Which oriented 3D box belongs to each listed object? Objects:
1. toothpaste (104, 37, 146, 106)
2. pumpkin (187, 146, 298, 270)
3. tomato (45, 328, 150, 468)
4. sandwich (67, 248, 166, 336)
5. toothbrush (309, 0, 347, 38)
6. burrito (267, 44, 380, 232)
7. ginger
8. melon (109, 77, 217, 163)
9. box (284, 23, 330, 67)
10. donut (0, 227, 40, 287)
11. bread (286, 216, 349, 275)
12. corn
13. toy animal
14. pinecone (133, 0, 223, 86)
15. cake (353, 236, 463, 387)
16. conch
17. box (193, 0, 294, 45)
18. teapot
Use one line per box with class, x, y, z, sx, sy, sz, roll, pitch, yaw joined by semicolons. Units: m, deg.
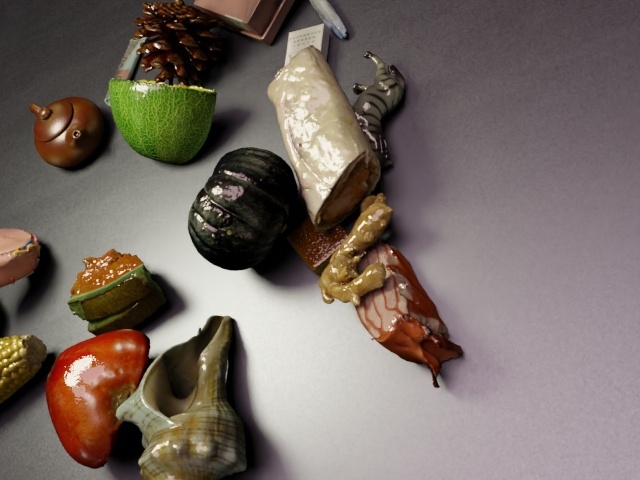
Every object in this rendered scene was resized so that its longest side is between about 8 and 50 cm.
toothpaste;-0.477;-0.418;1.507;0.056;0.036;0.205;-1;62;27
pumpkin;-0.132;-0.055;1.066;0.162;0.220;0.220;25;76;-7
tomato;-0.390;0.251;1.039;0.200;0.140;0.232;-25;43;61
sandwich;-0.382;0.089;1.186;0.185;0.109;0.159;-24;39;15
toothbrush;-0.034;-0.570;1.368;0.035;0.042;0.413;-34;59;7
burrito;0.007;-0.175;1.056;0.143;0.105;0.299;-27;70;20
ginger;0.056;0.016;0.983;0.176;0.052;0.193;-40;28;11
melon;-0.355;-0.246;1.277;0.265;0.129;0.169;14;106;31
box;-0.030;-0.367;1.265;0.084;0.040;0.154;-5;63;22
donut;-0.705;0.041;1.319;0.199;0.085;0.233;-11;22;-22
bread;0.000;0.000;1.079;0.090;0.035;0.094;-41;57;3
corn;-0.698;0.295;1.219;0.347;0.130;0.130;-32;57;5
toy animal;0.094;-0.233;1.128;0.176;0.073;0.216;32;78;27
pinecone;-0.316;-0.432;1.352;0.208;0.208;0.207;-10;63;21
cake;0.107;0.090;0.948;0.098;0.135;0.287;-49;45;16
conch;-0.217;0.285;0.976;0.169;0.203;0.386;-51;26;26
box;-0.153;-0.572;1.370;0.215;0.086;0.215;32;94;34
teapot;-0.613;-0.274;1.443;0.252;0.135;0.178;30;78;32
